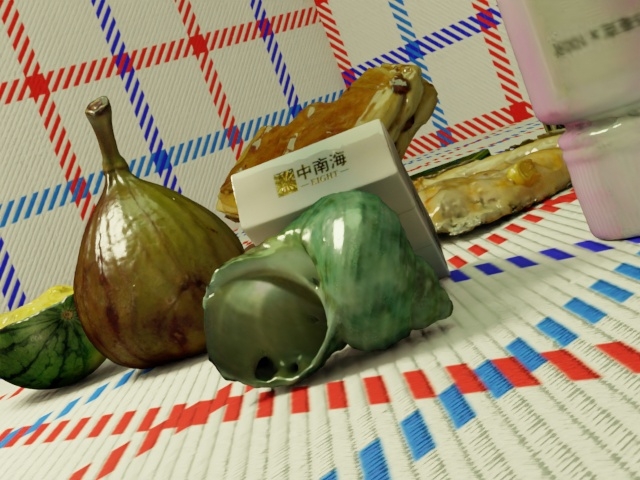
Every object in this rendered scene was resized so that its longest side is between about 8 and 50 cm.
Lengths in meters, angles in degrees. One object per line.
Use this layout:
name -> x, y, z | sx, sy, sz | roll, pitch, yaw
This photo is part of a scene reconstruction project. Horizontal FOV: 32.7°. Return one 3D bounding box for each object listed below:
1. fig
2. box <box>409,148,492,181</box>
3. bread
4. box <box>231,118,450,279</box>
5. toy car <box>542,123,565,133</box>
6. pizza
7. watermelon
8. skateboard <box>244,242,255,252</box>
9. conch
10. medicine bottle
fig -> -0.202, -0.016, 1.285 | 0.217, 0.320, 0.217 | -15, 4, 1
box -> 0.200, -0.096, 1.973 | 0.220, 0.064, 0.141 | -21, 5, 23
bread -> 0.024, -0.140, 1.908 | 0.370, 0.191, 0.314 | -53, 30, -16
box -> 0.027, -0.011, 1.074 | 0.155, 0.067, 0.243 | -22, -29, 9
toy car -> 0.412, -0.268, 1.869 | 0.101, 0.256, 0.124 | -23, 2, -10
pizza -> 0.209, -0.073, 1.619 | 0.435, 0.080, 0.392 | -22, 5, -39
watermelon -> -0.346, 0.127, 1.421 | 0.204, 0.127, 0.232 | -26, 6, -40
skateboard -> -0.151, 0.051, 1.889 | 0.151, 0.067, 0.080 | -25, -3, -10
conch -> 0.007, 0.043, 0.919 | 0.188, 0.122, 0.175 | -9, 53, 31
medicine bottle -> 0.285, -0.212, 1.016 | 0.219, 0.388, 0.219 | -19, 4, 1
